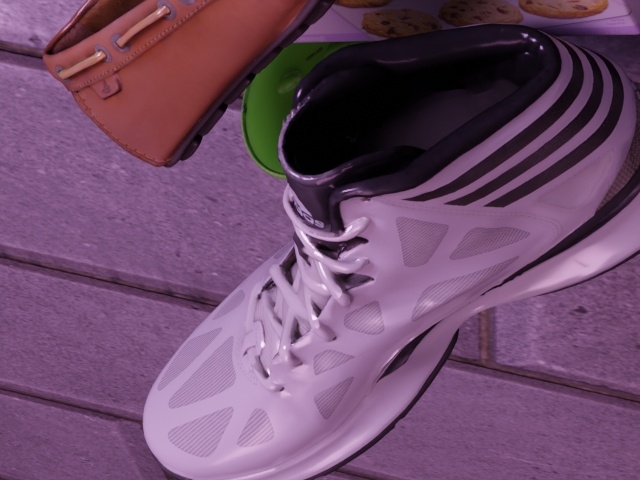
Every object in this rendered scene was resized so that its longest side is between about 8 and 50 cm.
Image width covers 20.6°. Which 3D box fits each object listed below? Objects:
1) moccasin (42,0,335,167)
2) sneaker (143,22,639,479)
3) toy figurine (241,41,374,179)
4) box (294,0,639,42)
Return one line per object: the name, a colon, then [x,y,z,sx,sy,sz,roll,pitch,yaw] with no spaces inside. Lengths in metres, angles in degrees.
moccasin: [-0.053,-0.193,1.040,0.147,0.139,0.380,34,143,-13]
sneaker: [0.000,-0.001,1.151,0.447,0.169,0.257,-36,143,21]
toy figurine: [0.058,-0.094,1.277,0.173,0.130,0.159,-33,144,30]
box: [0.053,-0.170,1.134,0.324,0.063,0.067,3,151,29]
